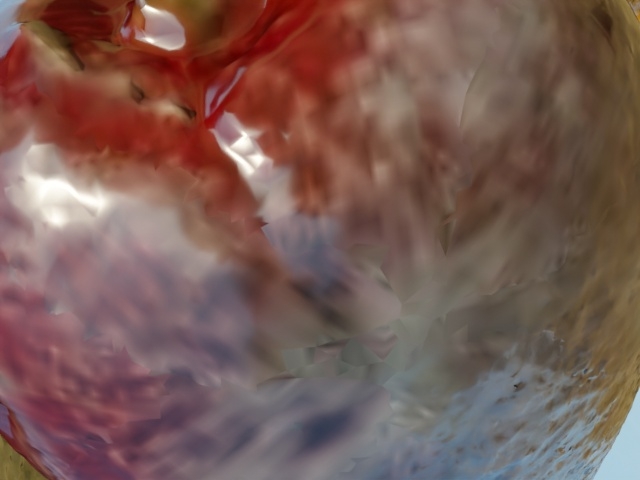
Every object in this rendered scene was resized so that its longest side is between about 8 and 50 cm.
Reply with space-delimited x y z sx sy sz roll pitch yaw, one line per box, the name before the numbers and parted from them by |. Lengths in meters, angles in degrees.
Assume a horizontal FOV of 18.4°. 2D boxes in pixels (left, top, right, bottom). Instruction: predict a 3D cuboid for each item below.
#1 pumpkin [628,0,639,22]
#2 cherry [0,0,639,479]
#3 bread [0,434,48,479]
pumpkin | 0.235 -0.209 1.387 0.254 0.149 0.130 24 -170 -32
cherry | 0.000 0.000 0.619 0.300 0.230 0.203 59 175 -36
bread | -0.192 0.084 0.856 0.279 0.250 0.225 65 -146 -21
